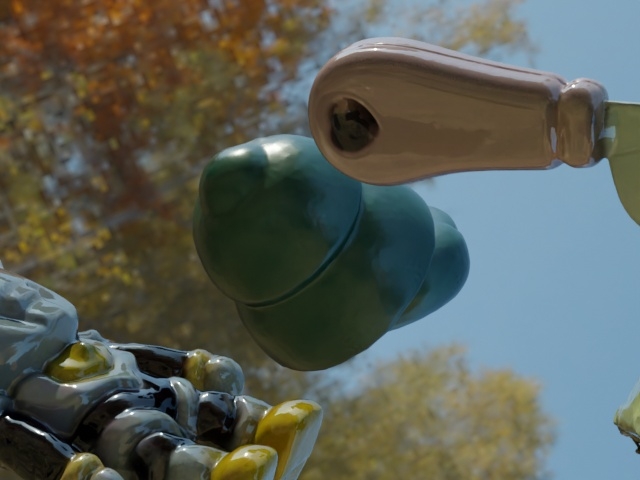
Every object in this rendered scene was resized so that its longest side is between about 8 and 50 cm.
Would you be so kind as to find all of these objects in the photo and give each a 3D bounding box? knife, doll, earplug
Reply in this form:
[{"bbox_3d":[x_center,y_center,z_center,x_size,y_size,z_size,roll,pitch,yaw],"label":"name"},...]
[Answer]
[{"bbox_3d":[0.150,-0.035,0.766,0.336,0.043,0.081,10,-62,23],"label":"knife"},{"bbox_3d":[-0.160,0.056,0.737,0.316,0.145,0.103,17,-43,16],"label":"doll"},{"bbox_3d":[0.004,-0.007,1.297,0.280,0.164,0.257,40,21,-43],"label":"earplug"}]

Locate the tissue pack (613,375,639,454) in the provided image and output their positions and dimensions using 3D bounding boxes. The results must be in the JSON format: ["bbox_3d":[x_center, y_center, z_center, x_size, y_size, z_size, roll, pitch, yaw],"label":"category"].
[{"bbox_3d":[0.224,0.005,0.592,0.159,0.234,0.125,29,0,8],"label":"tissue pack"}]
